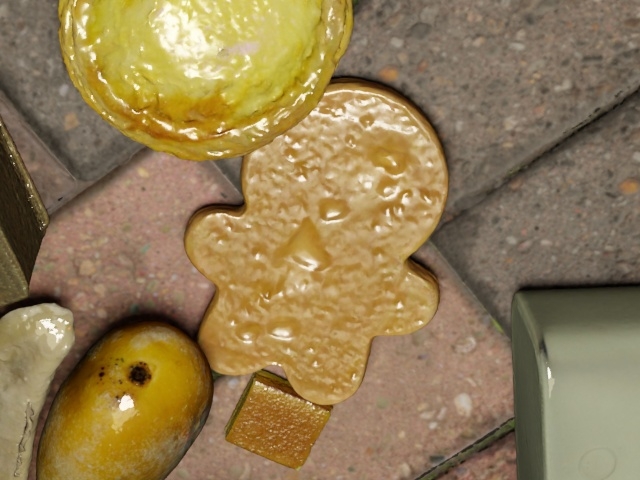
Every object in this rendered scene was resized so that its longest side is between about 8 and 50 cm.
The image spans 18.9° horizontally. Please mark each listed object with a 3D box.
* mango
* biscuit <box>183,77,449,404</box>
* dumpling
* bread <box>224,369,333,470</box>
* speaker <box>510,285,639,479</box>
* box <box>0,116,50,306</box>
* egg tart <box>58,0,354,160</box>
[{"bbox_3d":[-0.216,0.205,2.005,0.146,0.193,0.316,40,134,6],"label":"mango"},{"bbox_3d":[0.000,-0.001,1.979,0.275,0.052,0.355,15,111,-4],"label":"biscuit"},{"bbox_3d":[-0.363,0.180,2.049,0.166,0.086,0.332,24,115,5],"label":"dumpling"},{"bbox_3d":[-0.047,0.194,2.082,0.094,0.035,0.090,24,113,-11],"label":"bread"},{"bbox_3d":[0.310,0.246,2.031,0.184,0.183,0.406,-6,115,-3],"label":"speaker"},{"bbox_3d":[-0.406,-0.064,1.902,0.184,0.143,0.273,-18,115,8],"label":"box"},{"bbox_3d":[-0.108,-0.220,1.841,0.294,0.123,0.294,1,113,3],"label":"egg tart"}]
